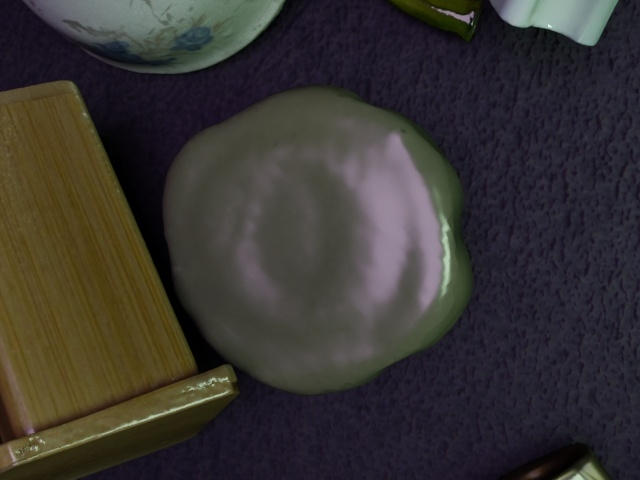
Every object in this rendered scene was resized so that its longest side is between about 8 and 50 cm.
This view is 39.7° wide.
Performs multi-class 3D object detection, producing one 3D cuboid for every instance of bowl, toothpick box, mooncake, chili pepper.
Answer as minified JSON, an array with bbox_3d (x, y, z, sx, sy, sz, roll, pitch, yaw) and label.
[{"bbox_3d":[-0.177,-0.276,0.737,0.314,0.146,0.313,6,115,14],"label":"bowl"},{"bbox_3d":[-0.229,0.039,0.757,0.190,0.187,0.308,-18,74,-25],"label":"toothpick box"},{"bbox_3d":[0.000,0.000,0.768,0.275,0.135,0.274,0,92,15],"label":"mooncake"},{"bbox_3d":[0.060,-0.247,0.791,0.202,0.050,0.052,42,82,5],"label":"chili pepper"}]

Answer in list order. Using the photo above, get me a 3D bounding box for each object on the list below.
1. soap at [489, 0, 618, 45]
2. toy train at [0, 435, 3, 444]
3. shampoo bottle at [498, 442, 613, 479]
[{"bbox_3d":[0.203,-0.300,0.646,0.088,0.159,0.265,11,127,-15],"label":"soap"},{"bbox_3d":[-0.366,0.155,0.820,0.134,0.177,0.260,-21,86,12],"label":"toy train"},{"bbox_3d":[0.266,0.351,0.745,0.126,0.084,0.350,-31,86,13],"label":"shampoo bottle"}]
